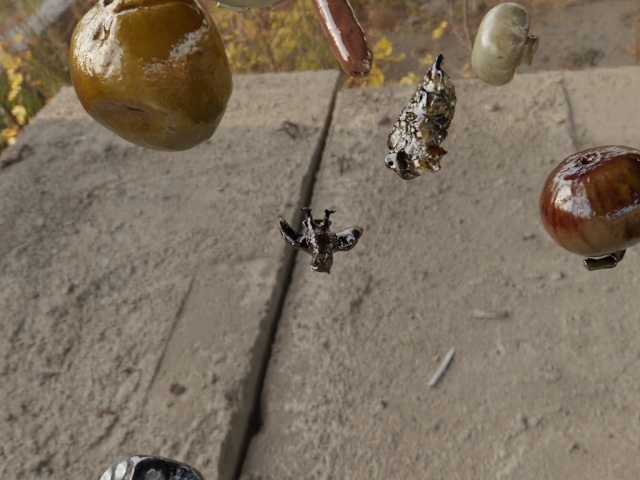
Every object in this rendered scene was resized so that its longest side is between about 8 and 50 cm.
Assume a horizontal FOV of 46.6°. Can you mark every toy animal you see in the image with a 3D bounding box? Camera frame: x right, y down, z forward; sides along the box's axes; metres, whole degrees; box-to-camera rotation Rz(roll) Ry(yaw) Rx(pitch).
[{"bbox_3d":[0.000,0.007,1.837,0.218,0.116,0.179,5,66,-10],"label":"toy animal"}]

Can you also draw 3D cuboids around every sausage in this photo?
[{"bbox_3d":[0.024,-0.517,1.604,0.088,0.088,0.433,-14,61,-6],"label":"sausage"}]

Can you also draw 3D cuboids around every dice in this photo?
[{"bbox_3d":[-0.331,0.525,1.423,0.181,0.183,0.182,-35,38,40],"label":"dice"}]

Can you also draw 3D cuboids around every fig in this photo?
[{"bbox_3d":[0.533,-0.072,1.400,0.235,0.214,0.235,-49,16,19],"label":"fig"}]

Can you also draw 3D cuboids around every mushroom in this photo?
[{"bbox_3d":[0.376,-0.397,1.508,0.127,0.166,0.166,12,41,13],"label":"mushroom"}]

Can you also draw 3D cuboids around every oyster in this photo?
[{"bbox_3d":[0.106,-0.132,0.814,0.086,0.132,0.029,-6,-11,37],"label":"oyster"}]

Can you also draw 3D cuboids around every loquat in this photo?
[{"bbox_3d":[-0.279,-0.298,1.276,0.276,0.284,0.276,-24,44,26],"label":"loquat"}]

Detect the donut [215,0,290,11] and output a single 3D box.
[{"bbox_3d":[-0.139,-0.519,1.138,0.382,0.142,0.383,13,61,-24],"label":"donut"}]
